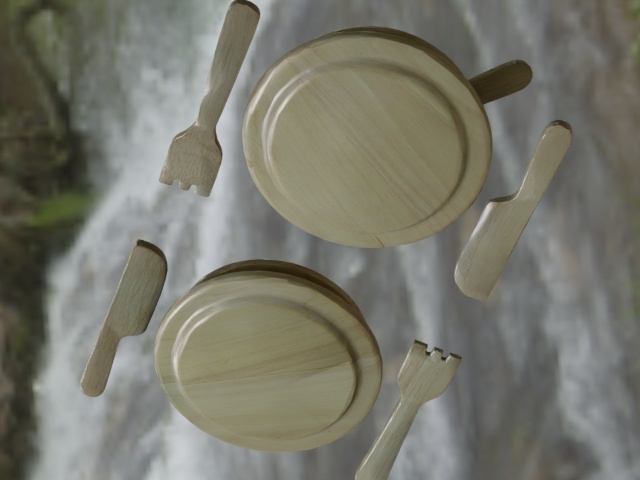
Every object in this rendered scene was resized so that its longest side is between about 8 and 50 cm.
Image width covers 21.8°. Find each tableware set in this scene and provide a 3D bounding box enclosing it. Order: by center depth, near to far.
[{"bbox_3d":[0.000,0.000,0.610,0.039,0.128,0.194,-79,11,-54],"label":"tableware set"}]
